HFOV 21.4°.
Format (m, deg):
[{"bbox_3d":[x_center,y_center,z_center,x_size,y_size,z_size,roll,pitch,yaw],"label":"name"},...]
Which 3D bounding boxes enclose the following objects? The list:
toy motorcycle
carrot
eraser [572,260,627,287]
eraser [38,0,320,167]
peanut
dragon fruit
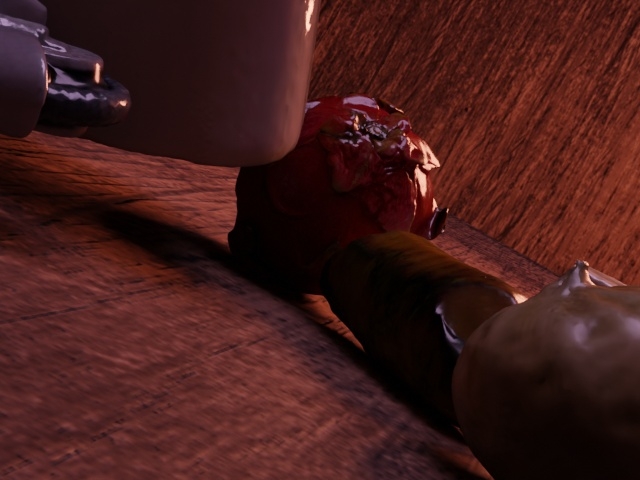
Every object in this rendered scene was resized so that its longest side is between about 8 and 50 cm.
[{"bbox_3d":[-0.212,-0.100,0.764,0.260,0.110,0.171,26,16,37],"label":"toy motorcycle"},{"bbox_3d":[0.065,0.045,0.925,0.082,0.082,0.173,26,10,-32],"label":"carrot"},{"bbox_3d":[0.344,0.155,1.263,0.404,0.098,0.096,31,7,23],"label":"eraser"},{"bbox_3d":[-0.100,-0.159,0.978,0.331,0.150,0.331,6,18,-2],"label":"eraser"},{"bbox_3d":[0.170,0.092,0.787,0.224,0.129,0.129,30,5,-2],"label":"peanut"},{"bbox_3d":[0.005,-0.023,1.049,0.136,0.133,0.166,54,-17,-10],"label":"dragon fruit"}]
